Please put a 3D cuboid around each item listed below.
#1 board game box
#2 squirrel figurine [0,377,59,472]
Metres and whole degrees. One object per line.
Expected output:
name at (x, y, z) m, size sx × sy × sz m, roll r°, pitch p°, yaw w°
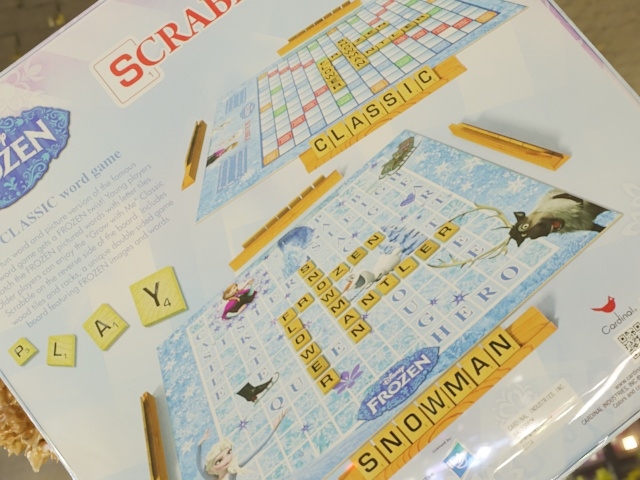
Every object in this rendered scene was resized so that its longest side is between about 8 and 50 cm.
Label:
board game box at (0.000, 0.000, 0.610) m, size 0.318 × 0.318 × 0.066 m, roll -37°, pitch 168°, yaw -6°
squirrel figurine at (-0.283, 0.079, 1.569) m, size 0.397 × 0.281 × 0.370 m, roll -48°, pitch 133°, yaw 5°
